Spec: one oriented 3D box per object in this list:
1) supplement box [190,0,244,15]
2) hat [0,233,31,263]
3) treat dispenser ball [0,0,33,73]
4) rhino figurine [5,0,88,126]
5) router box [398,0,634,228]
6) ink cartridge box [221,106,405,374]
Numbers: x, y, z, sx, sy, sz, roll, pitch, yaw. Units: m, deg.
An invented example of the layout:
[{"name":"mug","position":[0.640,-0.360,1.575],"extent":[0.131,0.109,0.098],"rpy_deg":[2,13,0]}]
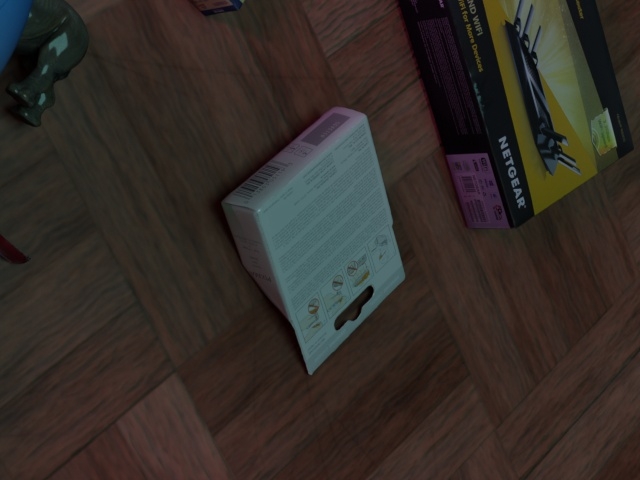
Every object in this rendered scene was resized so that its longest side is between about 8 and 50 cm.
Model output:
[{"name":"supplement box","position":[-0.104,-0.278,1.348],"extent":[0.083,0.056,0.083],"rpy_deg":[41,65,-33]},{"name":"hat","position":[-0.369,-0.047,1.151],"extent":[0.208,0.183,0.173],"rpy_deg":[36,52,10]},{"name":"treat dispenser ball","position":[-0.279,-0.161,0.667],"extent":[0.288,0.288,0.288],"rpy_deg":[-1,91,-40]},{"name":"rhino figurine","position":[-0.296,-0.211,1.177],"extent":[0.243,0.073,0.106],"rpy_deg":[43,68,-31]},{"name":"router box","position":[0.232,-0.200,1.617],"extent":[0.243,0.081,0.309],"rpy_deg":[-32,111,-36]},{"name":"ink cartridge box","position":[0.000,0.000,1.459],"extent":[0.181,0.056,0.224],"rpy_deg":[-43,135,-31]}]
